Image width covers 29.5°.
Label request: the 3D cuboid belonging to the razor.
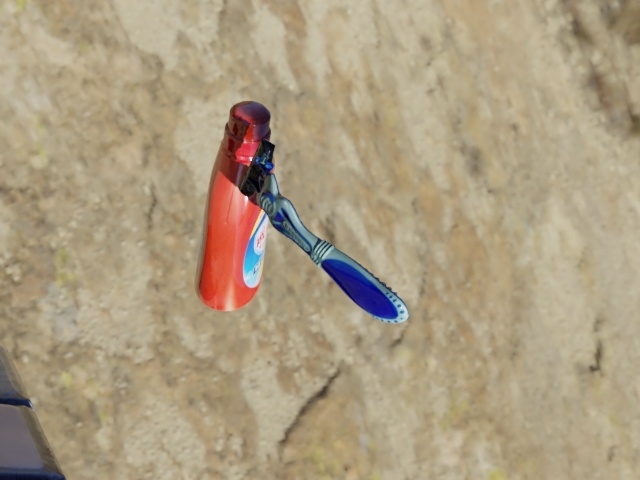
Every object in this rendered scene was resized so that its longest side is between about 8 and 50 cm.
[{"bbox_3d":[-0.003,0.000,0.760,0.028,0.044,0.154,-12,49,-48],"label":"razor"}]

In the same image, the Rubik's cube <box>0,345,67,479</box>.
[{"bbox_3d":[-0.414,0.266,1.013,0.316,0.318,0.313,9,102,-24],"label":"Rubik's cube"}]

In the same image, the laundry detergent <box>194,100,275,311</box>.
[{"bbox_3d":[-0.057,-0.032,0.881,0.097,0.049,0.165,-73,176,-50],"label":"laundry detergent"}]
